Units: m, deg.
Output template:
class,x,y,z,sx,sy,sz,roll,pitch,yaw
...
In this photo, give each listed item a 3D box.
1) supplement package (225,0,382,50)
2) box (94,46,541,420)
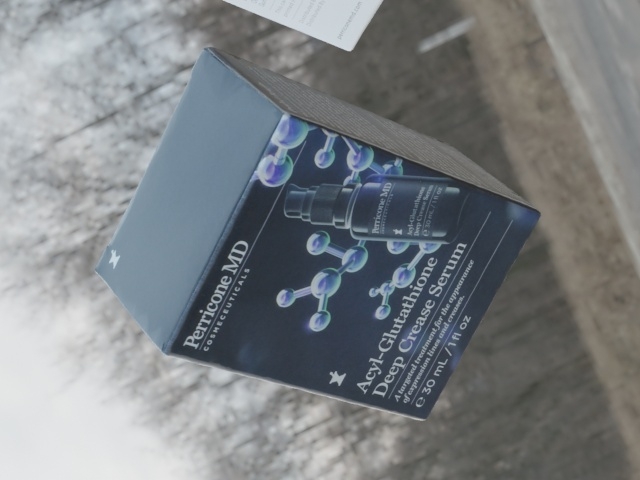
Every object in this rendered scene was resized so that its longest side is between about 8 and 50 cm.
class,x,y,z,sx,sy,sz,roll,pitch,yaw
supplement package,-0.071,-0.261,0.789,0.175,0.293,0.178,126,162,-55
box,0.000,0.000,1.736,0.395,0.294,0.212,18,-164,-36
